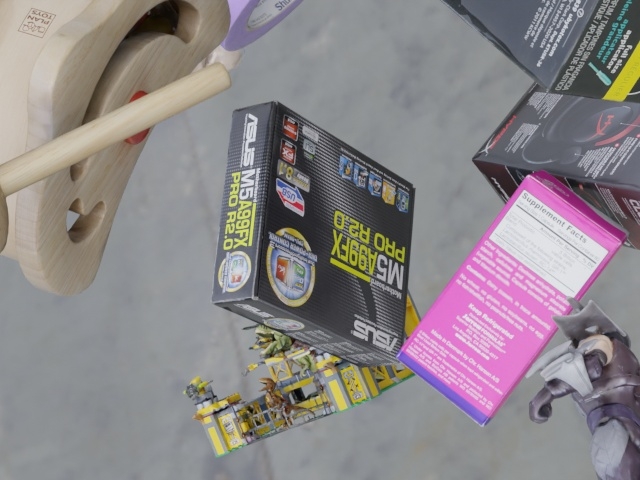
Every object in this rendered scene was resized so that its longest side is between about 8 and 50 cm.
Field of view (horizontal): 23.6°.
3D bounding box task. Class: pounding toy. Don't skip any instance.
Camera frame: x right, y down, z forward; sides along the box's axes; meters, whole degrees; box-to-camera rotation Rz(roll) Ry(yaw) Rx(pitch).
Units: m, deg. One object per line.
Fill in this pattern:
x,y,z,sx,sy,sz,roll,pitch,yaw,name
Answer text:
-0.107,-0.054,0.779,0.155,0.154,0.269,18,45,16,pounding toy

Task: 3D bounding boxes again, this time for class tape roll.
-0.055,-0.284,1.541,0.080,0.189,0.189,45,113,5,tape roll

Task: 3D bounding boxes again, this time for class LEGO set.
-0.026,0.127,1.946,0.331,0.255,0.192,-26,86,47,LEGO set

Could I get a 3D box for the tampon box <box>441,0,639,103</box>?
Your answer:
0.150,-0.132,0.667,0.101,0.161,0.120,50,126,40,tampon box

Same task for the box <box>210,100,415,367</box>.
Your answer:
0.000,0.000,1.645,0.060,0.270,0.216,-9,66,36,box

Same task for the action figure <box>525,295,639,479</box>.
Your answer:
0.231,0.162,1.184,0.099,0.185,0.285,-37,37,23,action figure

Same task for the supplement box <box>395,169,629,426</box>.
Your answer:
0.186,0.052,1.473,0.114,0.111,0.220,38,103,9,supplement box

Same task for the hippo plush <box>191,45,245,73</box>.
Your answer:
-0.163,-0.375,2.077,0.236,0.234,0.294,-47,39,34,hippo plush

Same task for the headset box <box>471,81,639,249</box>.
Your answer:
0.333,-0.107,1.569,0.218,0.110,0.293,-51,32,-16,headset box
